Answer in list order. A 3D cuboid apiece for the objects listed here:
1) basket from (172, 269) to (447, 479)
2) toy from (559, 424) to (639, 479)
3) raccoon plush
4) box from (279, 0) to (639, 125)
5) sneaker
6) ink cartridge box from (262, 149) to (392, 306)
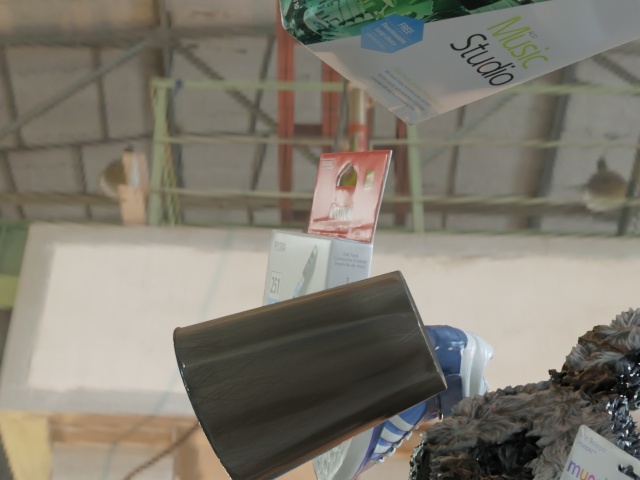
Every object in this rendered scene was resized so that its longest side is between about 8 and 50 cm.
[{"bbox_3d":[-0.002,0.130,1.324,0.227,0.154,0.204,-21,-50,4],"label":"basket"},{"bbox_3d":[0.172,0.265,0.983,0.056,0.137,0.237,15,-82,-30],"label":"toy"},{"bbox_3d":[0.293,0.300,1.432,0.446,0.216,0.299,-26,-60,-19],"label":"raccoon plush"},{"bbox_3d":[0.159,-0.206,1.092,0.322,0.058,0.232,-21,-24,24],"label":"box"},{"bbox_3d":[0.139,0.258,2.007,0.236,0.130,0.322,4,-51,-23],"label":"sneaker"},{"bbox_3d":[0.000,0.000,1.856,0.066,0.261,0.296,8,0,-18],"label":"ink cartridge box"}]
